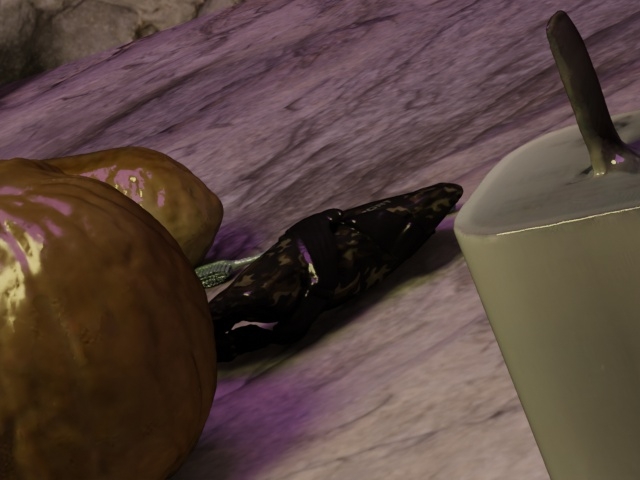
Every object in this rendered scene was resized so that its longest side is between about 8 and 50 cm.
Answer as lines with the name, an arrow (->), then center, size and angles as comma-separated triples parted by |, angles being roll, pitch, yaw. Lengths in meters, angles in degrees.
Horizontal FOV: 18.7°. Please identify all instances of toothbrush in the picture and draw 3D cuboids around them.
toothbrush -> 0.000, 0.000, 1.488 | 0.219, 0.016, 0.019 | -17, 18, 14

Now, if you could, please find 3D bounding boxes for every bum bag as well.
bum bag -> 0.006, 0.013, 1.344 | 0.248, 0.069, 0.102 | -33, -16, -32

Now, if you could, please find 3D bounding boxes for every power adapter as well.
power adapter -> 0.167, 0.015, 0.819 | 0.187, 0.255, 0.124 | -12, 21, 29

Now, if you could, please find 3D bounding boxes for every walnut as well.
walnut -> -0.170, 0.061, 1.135 | 0.228, 0.228, 0.228 | -19, 16, 6

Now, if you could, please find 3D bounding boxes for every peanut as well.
peanut -> -0.185, -0.009, 1.556 | 0.224, 0.129, 0.129 | -15, 17, 19
